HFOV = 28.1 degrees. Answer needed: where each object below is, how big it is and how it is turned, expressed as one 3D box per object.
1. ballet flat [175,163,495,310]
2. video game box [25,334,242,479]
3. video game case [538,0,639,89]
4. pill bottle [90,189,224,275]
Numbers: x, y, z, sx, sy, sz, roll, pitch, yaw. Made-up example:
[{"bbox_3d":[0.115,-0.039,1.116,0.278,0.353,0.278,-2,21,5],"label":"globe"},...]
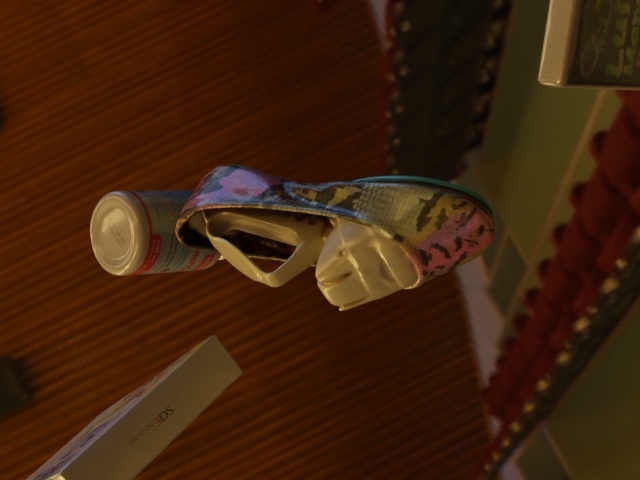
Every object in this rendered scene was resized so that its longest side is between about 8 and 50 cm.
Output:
[{"bbox_3d":[0.000,0.000,0.788,0.221,0.079,0.077,9,141,36],"label":"ballet flat"},{"bbox_3d":[-0.179,0.176,1.030,0.048,0.205,0.187,50,130,-2],"label":"video game box"},{"bbox_3d":[0.207,-0.195,0.851,0.022,0.173,0.190,16,104,36],"label":"video game case"},{"bbox_3d":[-0.155,-0.010,1.350,0.160,0.087,0.087,-3,-124,-47],"label":"pill bottle"}]
